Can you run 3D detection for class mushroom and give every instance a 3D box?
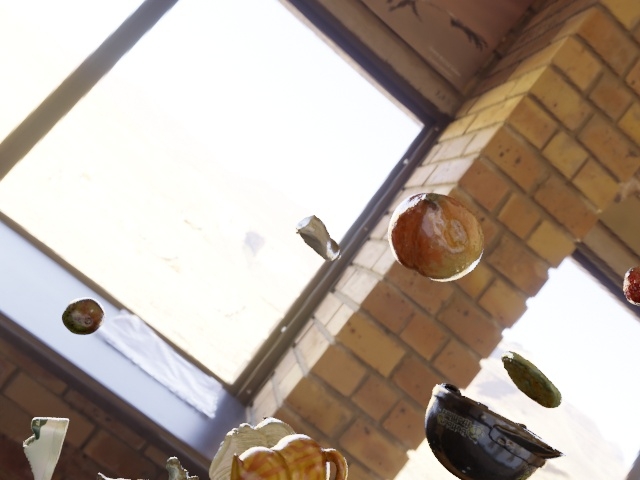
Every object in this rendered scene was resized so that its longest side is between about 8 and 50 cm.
[{"bbox_3d":[0.001,0.002,2.068,0.351,0.097,0.109,48,18,-61],"label":"mushroom"}]

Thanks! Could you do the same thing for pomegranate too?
[{"bbox_3d":[-0.736,0.230,1.786,0.130,0.130,0.130,39,-3,3],"label":"pomegranate"}]

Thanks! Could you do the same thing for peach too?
[{"bbox_3d":[0.258,-0.022,1.282,0.232,0.232,0.232,39,-3,3],"label":"peach"}]

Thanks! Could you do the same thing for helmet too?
[{"bbox_3d":[0.323,0.410,1.148,0.278,0.161,0.230,26,-7,47],"label":"helmet"}]

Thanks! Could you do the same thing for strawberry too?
[{"bbox_3d":[0.769,0.108,1.358,0.106,0.106,0.106,39,-3,3],"label":"strawberry"}]

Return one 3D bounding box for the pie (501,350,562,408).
[{"bbox_3d":[0.247,0.162,0.674,0.084,0.021,0.084,47,-14,15],"label":"pie"}]

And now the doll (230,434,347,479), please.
[{"bbox_3d":[-0.093,0.547,1.335,0.269,0.162,0.167,-3,51,-45],"label":"doll"}]

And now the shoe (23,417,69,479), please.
[{"bbox_3d":[-0.855,0.645,1.761,0.110,0.265,0.095,20,18,-18],"label":"shoe"}]

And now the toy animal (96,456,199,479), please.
[{"bbox_3d":[-0.377,0.521,1.148,0.170,0.255,0.090,34,29,-16],"label":"toy animal"}]

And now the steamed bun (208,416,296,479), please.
[{"bbox_3d":[-0.188,0.723,1.887,0.319,0.275,0.206,10,-15,7],"label":"steamed bun"}]
